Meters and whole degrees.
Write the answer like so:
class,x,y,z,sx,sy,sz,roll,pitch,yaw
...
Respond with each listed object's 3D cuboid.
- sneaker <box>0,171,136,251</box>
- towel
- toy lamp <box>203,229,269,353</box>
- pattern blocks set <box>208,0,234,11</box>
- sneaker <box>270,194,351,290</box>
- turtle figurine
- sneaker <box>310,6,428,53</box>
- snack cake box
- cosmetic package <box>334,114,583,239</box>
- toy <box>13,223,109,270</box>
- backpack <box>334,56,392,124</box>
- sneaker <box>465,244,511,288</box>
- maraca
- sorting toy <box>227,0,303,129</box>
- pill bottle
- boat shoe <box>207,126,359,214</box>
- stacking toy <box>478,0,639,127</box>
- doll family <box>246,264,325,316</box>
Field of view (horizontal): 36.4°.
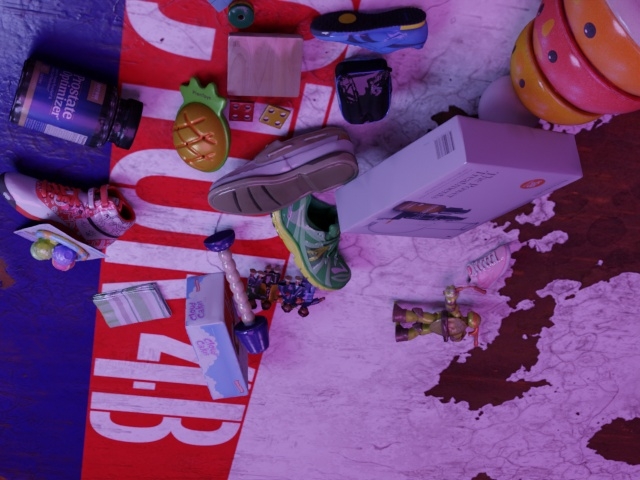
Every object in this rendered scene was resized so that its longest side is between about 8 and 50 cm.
class,x,y,z,sx,sy,sz,roll,pitch,yaw
sneaker,-0.493,-0.084,1.932,0.145,0.090,0.270,-31,132,22
towel,-0.427,0.152,2.207,0.152,0.023,0.113,-12,133,7
toy lamp,-0.175,0.115,2.084,0.080,0.080,0.275,-16,107,11
pattern blocks set,-0.096,-0.521,1.582,0.325,0.026,0.285,-22,131,17
sneaker,0.000,0.000,2.034,0.123,0.109,0.295,-19,132,19
turtle figurine,0.280,0.196,2.255,0.217,0.087,0.269,-4,147,10
sneaker,0.087,-0.360,1.723,0.209,0.069,0.082,-3,138,-1
snack cake box,-0.231,0.219,2.197,0.089,0.152,0.264,-8,134,4
cosmetic package,0.249,-0.104,1.817,0.284,0.097,0.377,1,162,-34
toy,-0.534,0.024,1.961,0.137,0.056,0.237,31,164,-28
backpack,0.080,-0.278,1.789,0.105,0.084,0.114,-6,129,2
sneaker,0.367,0.059,2.158,0.070,0.051,0.134,8,137,-19
maraca,-0.221,-0.214,1.820,0.127,0.099,0.186,19,122,22
sorting toy,-0.102,-0.319,1.759,0.132,0.046,0.274,1,137,-5
pill bottle,-0.440,-0.240,1.761,0.219,0.123,0.123,16,131,-19
boat shoe,-0.076,-0.135,1.903,0.302,0.103,0.113,-14,146,8
stacking toy,0.449,-0.307,1.682,0.350,0.351,0.480,23,143,-24
doll family,-0.085,0.119,2.158,0.193,0.076,0.111,11,113,0
